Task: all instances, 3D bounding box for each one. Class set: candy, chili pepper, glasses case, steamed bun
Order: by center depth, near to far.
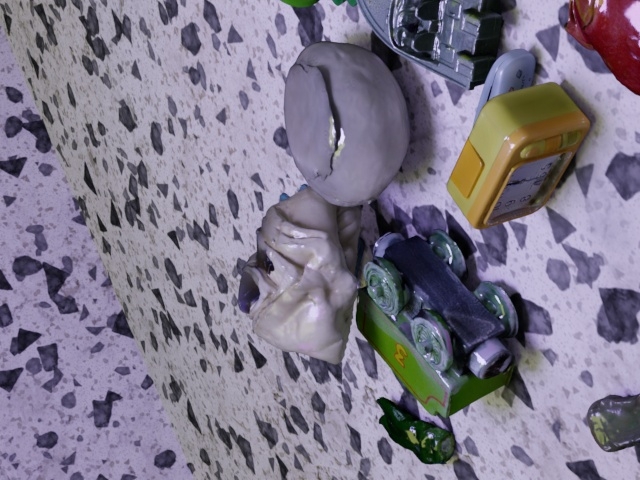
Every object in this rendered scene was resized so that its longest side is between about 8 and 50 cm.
[{"bbox_3d":[0.260,-0.195,1.544,0.045,0.067,0.178,49,146,32],"label":"glasses case"},{"bbox_3d":[0.046,-0.194,1.799,0.295,0.185,0.296,173,90,-72],"label":"candy"},{"bbox_3d":[-0.037,0.056,1.897,0.320,0.206,0.275,-82,1,-48],"label":"steamed bun"},{"bbox_3d":[0.173,0.372,2.082,0.224,0.061,0.098,17,129,54],"label":"chili pepper"}]

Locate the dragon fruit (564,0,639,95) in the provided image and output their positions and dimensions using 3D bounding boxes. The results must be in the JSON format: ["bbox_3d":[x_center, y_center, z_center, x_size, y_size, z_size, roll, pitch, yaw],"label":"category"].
[{"bbox_3d":[0.392,-0.247,1.129,0.315,0.250,0.250,39,144,13],"label":"dragon fruit"}]

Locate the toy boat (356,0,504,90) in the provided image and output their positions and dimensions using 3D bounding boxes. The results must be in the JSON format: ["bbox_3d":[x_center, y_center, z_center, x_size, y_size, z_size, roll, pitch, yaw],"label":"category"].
[{"bbox_3d":[0.148,-0.337,1.617,0.319,0.092,0.141,38,133,44],"label":"toy boat"}]

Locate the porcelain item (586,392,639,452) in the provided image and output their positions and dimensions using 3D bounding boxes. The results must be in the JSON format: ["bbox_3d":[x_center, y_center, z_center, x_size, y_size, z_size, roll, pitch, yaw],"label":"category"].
[{"bbox_3d":[0.461,0.238,1.485,0.215,0.069,0.081,-38,72,62],"label":"porcelain item"}]

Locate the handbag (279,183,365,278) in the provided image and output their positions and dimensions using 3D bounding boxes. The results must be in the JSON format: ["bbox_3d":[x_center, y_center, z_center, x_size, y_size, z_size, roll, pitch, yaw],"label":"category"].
[{"bbox_3d":[0.000,0.000,2.143,0.221,0.057,0.144,45,147,37],"label":"handbag"}]

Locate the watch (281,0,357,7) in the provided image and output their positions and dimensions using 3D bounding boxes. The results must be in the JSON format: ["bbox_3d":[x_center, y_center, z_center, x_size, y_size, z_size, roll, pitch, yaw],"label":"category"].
[{"bbox_3d":[-0.011,-0.443,1.752,0.131,0.152,0.165,-16,99,61],"label":"watch"}]

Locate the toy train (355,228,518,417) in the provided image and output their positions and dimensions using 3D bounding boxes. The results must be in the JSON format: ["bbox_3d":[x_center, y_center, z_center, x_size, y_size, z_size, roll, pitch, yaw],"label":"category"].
[{"bbox_3d":[0.189,0.141,1.794,0.307,0.173,0.249,48,151,33],"label":"toy train"}]

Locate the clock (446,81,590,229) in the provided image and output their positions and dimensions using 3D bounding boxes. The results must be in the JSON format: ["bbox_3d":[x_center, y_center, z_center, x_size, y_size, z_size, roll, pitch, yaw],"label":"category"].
[{"bbox_3d":[0.272,-0.114,1.500,0.096,0.143,0.202,57,150,26],"label":"clock"}]
